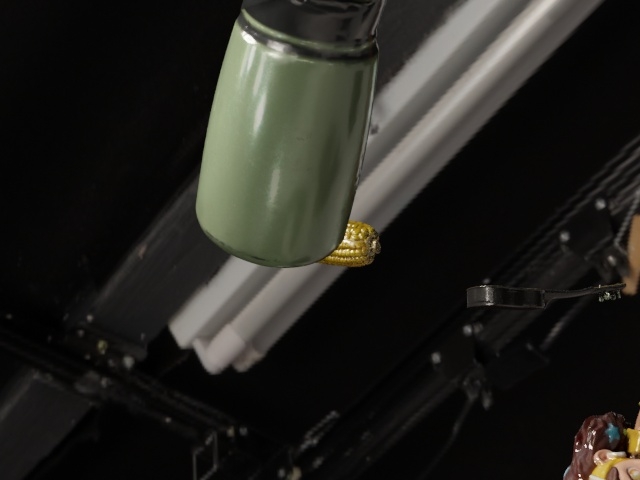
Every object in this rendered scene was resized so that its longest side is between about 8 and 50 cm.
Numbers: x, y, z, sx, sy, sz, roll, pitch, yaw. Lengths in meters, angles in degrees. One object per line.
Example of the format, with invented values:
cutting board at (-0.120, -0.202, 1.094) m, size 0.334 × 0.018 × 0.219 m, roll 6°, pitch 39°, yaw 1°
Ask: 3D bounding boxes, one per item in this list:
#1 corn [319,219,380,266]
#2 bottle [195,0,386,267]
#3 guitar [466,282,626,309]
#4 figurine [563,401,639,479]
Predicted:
corn at (0.000, 0.000, 1.376) m, size 0.207 × 0.068 × 0.068 m, roll 6°, pitch -44°, yaw 38°
bottle at (-0.022, -0.153, 0.943) m, size 0.168 × 0.168 × 0.347 m, roll 6°, pitch -59°, yaw -13°
guitar at (0.361, 0.089, 1.496) m, size 0.271 × 0.084 × 0.038 m, roll 0°, pitch -97°, yaw -16°
figurine at (0.328, 0.212, 0.940) m, size 0.240 × 0.115 × 0.175 m, roll -38°, pitch -79°, yaw -29°
